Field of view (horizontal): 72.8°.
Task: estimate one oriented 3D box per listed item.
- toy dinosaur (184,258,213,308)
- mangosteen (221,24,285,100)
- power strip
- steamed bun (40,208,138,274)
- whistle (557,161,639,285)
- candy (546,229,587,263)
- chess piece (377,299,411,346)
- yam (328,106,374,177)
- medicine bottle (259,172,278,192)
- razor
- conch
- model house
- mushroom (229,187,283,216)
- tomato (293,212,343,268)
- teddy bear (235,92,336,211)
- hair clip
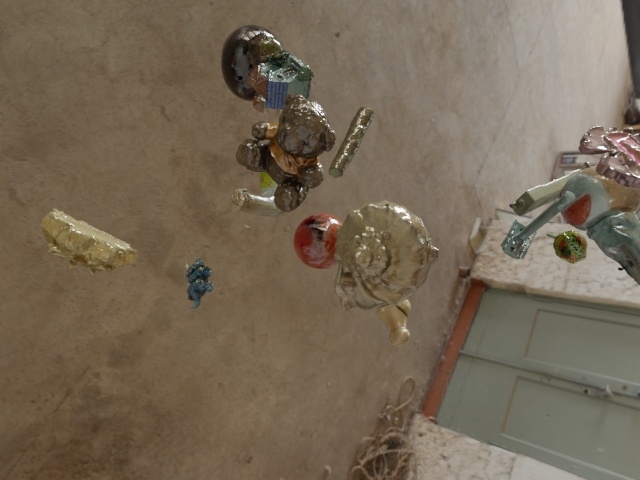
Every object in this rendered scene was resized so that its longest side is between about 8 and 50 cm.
[{"bbox_3d":[-0.203,0.070,0.713,0.030,0.047,0.083,17,47,-43],"label":"toy dinosaur"},{"bbox_3d":[-0.252,-0.721,1.767,0.300,0.300,0.301,-9,101,-49],"label":"mangosteen"},{"bbox_3d":[0.679,-0.145,1.275,0.285,0.080,0.048,-22,70,-23],"label":"power strip"},{"bbox_3d":[-0.730,0.024,1.349,0.295,0.292,0.137,31,83,-13],"label":"steamed bun"},{"bbox_3d":[0.696,-0.047,1.055,0.189,0.189,0.348,27,47,-48],"label":"whistle"},{"bbox_3d":[0.719,0.006,1.300,0.091,0.083,0.305,69,17,-1],"label":"candy"},{"bbox_3d":[0.206,0.167,1.292,0.124,0.138,0.307,37,38,-45],"label":"chess piece"},{"bbox_3d":[0.093,-0.291,1.281,0.061,0.061,0.274,53,49,-39],"label":"yam"},{"bbox_3d":[-0.172,-0.246,1.736,0.139,0.139,0.226,-6,94,-49],"label":"medicine bottle"},{"bbox_3d":[0.530,-0.050,1.050,0.106,0.068,0.232,-52,169,-26],"label":"razor"},{"bbox_3d":[0.152,0.050,0.962,0.324,0.186,0.263,4,117,-46],"label":"conch"},{"bbox_3d":[-0.122,-0.396,1.103,0.148,0.148,0.119,-37,159,-29],"label":"model house"},{"bbox_3d":[-0.173,-0.110,1.268,0.223,0.081,0.092,-13,74,-56],"label":"mushroom"},{"bbox_3d":[0.000,0.000,1.597,0.184,0.208,0.208,21,79,-66],"label":"tomato"},{"bbox_3d":[-0.049,-0.176,0.824,0.177,0.190,0.140,47,44,8],"label":"teddy bear"},{"bbox_3d":[0.603,-0.125,0.768,0.172,0.300,0.069,-3,123,-10],"label":"hair clip"}]
